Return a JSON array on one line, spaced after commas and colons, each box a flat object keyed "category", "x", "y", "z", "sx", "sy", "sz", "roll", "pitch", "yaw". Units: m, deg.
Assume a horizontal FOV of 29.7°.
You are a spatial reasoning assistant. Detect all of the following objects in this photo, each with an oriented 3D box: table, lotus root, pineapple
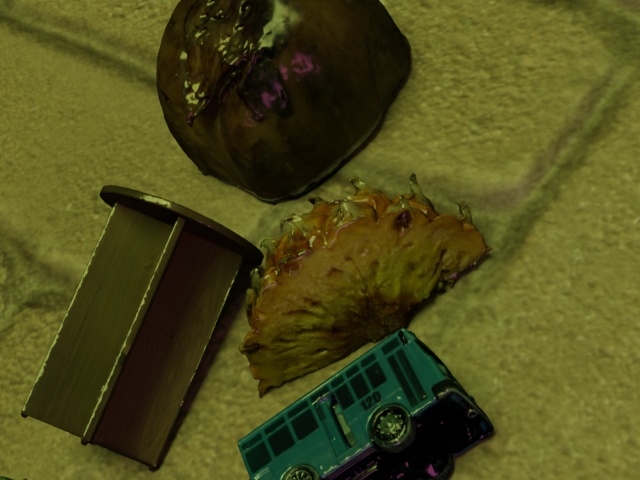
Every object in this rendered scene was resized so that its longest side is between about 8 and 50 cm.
[{"category": "table", "x": -0.172, "y": 0.085, "z": 1.131, "sx": 0.167, "sy": 0.167, "sz": 0.226, "roll": 13, "pitch": 76, "yaw": 40}, {"category": "lotus root", "x": -0.060, "y": -0.182, "z": 1.230, "sx": 0.272, "sy": 0.192, "sz": 0.272, "roll": -14, "pitch": 59, "yaw": 24}, {"category": "pineapple", "x": 0.005, "y": -0.003, "z": 1.077, "sx": 0.250, "sy": 0.140, "sz": 0.164, "roll": -29, "pitch": 45, "yaw": 18}]

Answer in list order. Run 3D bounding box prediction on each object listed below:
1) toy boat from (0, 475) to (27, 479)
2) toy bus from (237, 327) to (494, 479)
[{"category": "toy boat", "x": -0.323, "y": 0.265, "z": 1.132, "sx": 0.293, "sy": 0.099, "sz": 0.108, "roll": 8, "pitch": 63, "yaw": 29}, {"category": "toy bus", "x": 0.034, "y": 0.157, "z": 0.969, "sx": 0.185, "sy": 0.090, "sz": 0.106, "roll": -35, "pitch": 44, "yaw": 8}]
